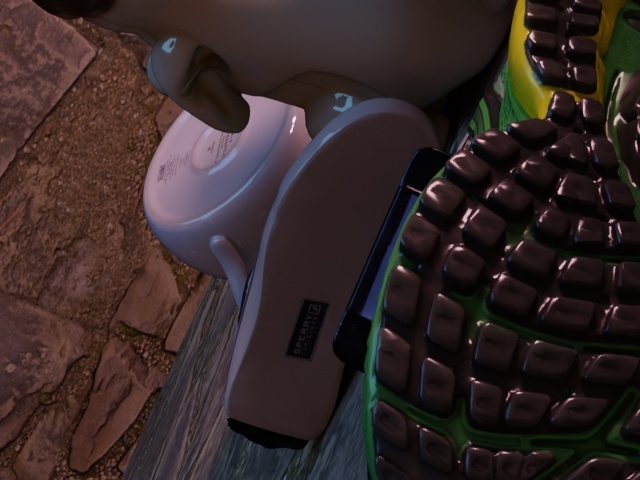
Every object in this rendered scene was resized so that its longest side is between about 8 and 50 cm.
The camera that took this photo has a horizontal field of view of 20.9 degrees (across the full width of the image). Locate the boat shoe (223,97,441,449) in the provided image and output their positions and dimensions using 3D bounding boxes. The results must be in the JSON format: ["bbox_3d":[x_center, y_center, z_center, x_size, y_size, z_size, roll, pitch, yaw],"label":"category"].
[{"bbox_3d":[0.000,0.000,1.437,0.158,0.127,0.340,-92,23,-56],"label":"boat shoe"}]

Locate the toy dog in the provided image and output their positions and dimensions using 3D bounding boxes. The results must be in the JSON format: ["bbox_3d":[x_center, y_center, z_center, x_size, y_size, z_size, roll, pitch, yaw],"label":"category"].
[{"bbox_3d":[-0.059,-0.222,1.442,0.395,0.408,0.284,161,130,-82],"label":"toy dog"}]

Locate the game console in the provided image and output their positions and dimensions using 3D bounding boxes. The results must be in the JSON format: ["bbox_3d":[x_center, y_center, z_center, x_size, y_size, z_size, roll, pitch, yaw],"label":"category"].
[{"bbox_3d":[0.072,0.027,1.003,0.144,0.124,0.085,-66,-20,5],"label":"game console"}]

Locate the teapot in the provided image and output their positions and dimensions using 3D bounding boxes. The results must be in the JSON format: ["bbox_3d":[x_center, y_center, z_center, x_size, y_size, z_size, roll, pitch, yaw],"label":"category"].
[{"bbox_3d":[-0.046,-0.047,1.797,0.256,0.187,0.252,-52,33,-5],"label":"teapot"}]

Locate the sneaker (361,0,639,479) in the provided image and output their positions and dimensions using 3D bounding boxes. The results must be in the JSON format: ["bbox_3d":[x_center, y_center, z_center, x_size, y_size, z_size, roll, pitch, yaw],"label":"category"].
[{"bbox_3d":[0.100,0.019,0.715,0.343,0.134,0.146,-62,-7,-47],"label":"sneaker"}]
